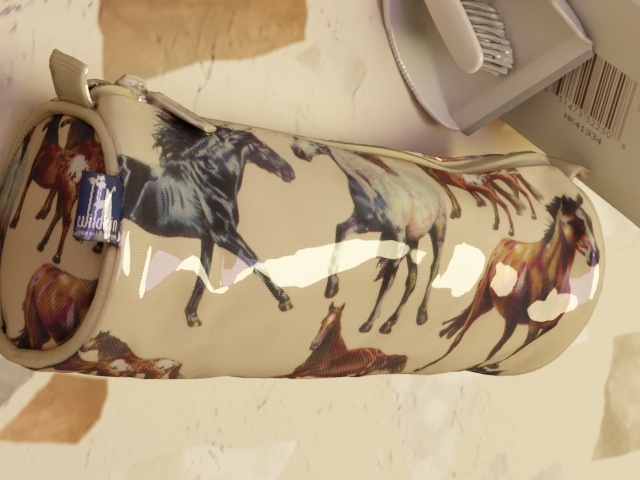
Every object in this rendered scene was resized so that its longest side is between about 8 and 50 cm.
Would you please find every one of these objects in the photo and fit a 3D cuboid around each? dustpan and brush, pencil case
[{"bbox_3d":[0.081,-0.187,0.885,0.060,0.147,0.211,-24,84,-42],"label":"dustpan and brush"},{"bbox_3d":[0.000,0.000,0.818,0.410,0.160,0.183,5,115,-34],"label":"pencil case"}]

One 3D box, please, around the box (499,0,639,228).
[{"bbox_3d":[0.326,-0.170,0.948,0.345,0.215,0.168,-26,143,-27],"label":"box"}]
